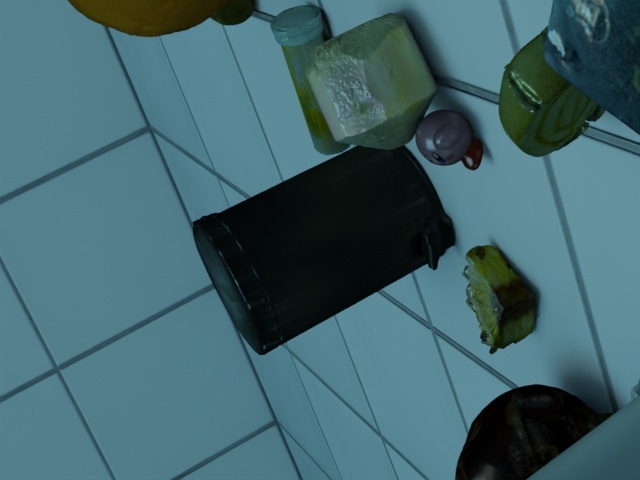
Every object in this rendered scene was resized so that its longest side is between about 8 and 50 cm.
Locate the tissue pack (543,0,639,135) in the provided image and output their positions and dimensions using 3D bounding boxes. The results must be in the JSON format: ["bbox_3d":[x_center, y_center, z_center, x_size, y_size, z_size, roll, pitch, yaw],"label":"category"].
[{"bbox_3d":[0.286,-0.138,0.872,0.257,0.081,0.185,44,151,30],"label":"tissue pack"}]

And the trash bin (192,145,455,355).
[{"bbox_3d":[0.000,0.000,1.703,0.252,0.301,0.203,50,162,43],"label":"trash bin"}]

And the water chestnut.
[{"bbox_3d":[0.262,0.289,1.494,0.223,0.224,0.238,56,132,19],"label":"water chestnut"}]

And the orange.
[{"bbox_3d":[-0.240,-0.433,1.703,0.312,0.312,0.312,55,164,25],"label":"orange"}]

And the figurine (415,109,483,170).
[{"bbox_3d":[0.146,-0.121,1.449,0.083,0.071,0.067,10,86,62],"label":"figurine"}]

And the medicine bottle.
[{"bbox_3d":[-0.008,-0.228,1.767,0.074,0.074,0.218,44,159,49],"label":"medicine bottle"}]

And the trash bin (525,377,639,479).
[{"bbox_3d":[0.282,0.302,1.168,0.256,0.368,0.296,54,163,28],"label":"trash bin"}]

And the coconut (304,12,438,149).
[{"bbox_3d":[0.065,-0.183,1.473,0.152,0.147,0.147,67,165,-7],"label":"coconut"}]

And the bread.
[{"bbox_3d":[0.213,-0.139,1.096,0.064,0.117,0.156,54,163,22],"label":"bread"}]

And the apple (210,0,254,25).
[{"bbox_3d":[-0.148,-0.383,1.947,0.089,0.074,0.089,39,169,9],"label":"apple"}]

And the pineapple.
[{"bbox_3d":[0.223,0.072,1.536,0.137,0.069,0.116,65,166,-7],"label":"pineapple"}]
